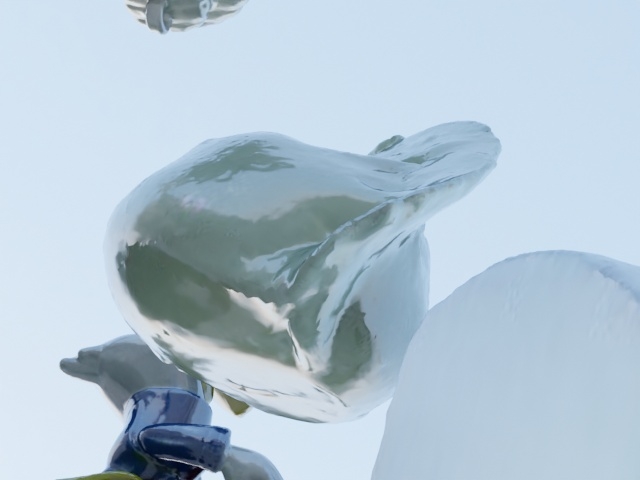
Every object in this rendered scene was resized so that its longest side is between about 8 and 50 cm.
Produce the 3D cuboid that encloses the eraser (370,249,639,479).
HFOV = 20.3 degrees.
[{"bbox_3d":[0.172,0.086,0.440,0.290,0.189,0.104,15,-91,-11],"label":"eraser"}]

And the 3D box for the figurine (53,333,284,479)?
[{"bbox_3d":[-0.143,0.216,1.540,0.283,0.338,0.204,45,-35,22],"label":"figurine"}]

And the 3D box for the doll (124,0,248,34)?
[{"bbox_3d":[-0.084,-0.265,1.335,0.119,0.293,0.138,12,-33,6],"label":"doll"}]

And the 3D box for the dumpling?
[{"bbox_3d":[-0.015,0.025,1.234,0.320,0.270,0.212,20,-67,45],"label":"dumpling"}]
